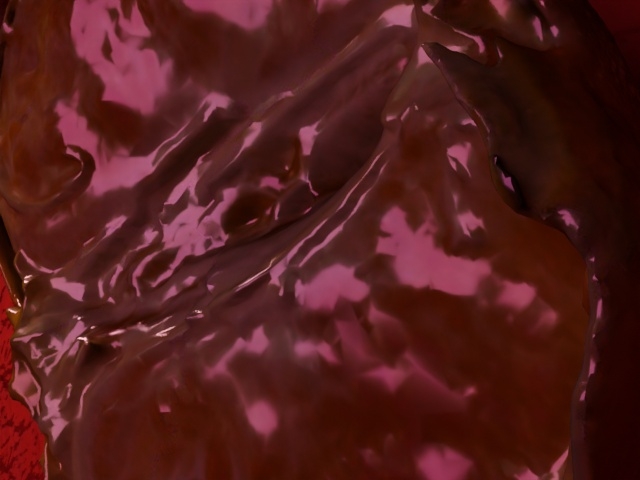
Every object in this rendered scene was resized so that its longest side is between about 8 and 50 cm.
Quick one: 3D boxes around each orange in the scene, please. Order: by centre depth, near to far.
[{"bbox_3d":[0.008,-0.001,0.512,0.262,0.196,0.334,-55,47,39],"label":"orange"}]

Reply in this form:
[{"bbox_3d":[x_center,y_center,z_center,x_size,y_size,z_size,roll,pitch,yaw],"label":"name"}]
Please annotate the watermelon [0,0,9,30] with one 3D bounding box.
[{"bbox_3d":[-0.176,-0.275,0.882,0.258,0.228,0.387,11,90,44],"label":"watermelon"}]
